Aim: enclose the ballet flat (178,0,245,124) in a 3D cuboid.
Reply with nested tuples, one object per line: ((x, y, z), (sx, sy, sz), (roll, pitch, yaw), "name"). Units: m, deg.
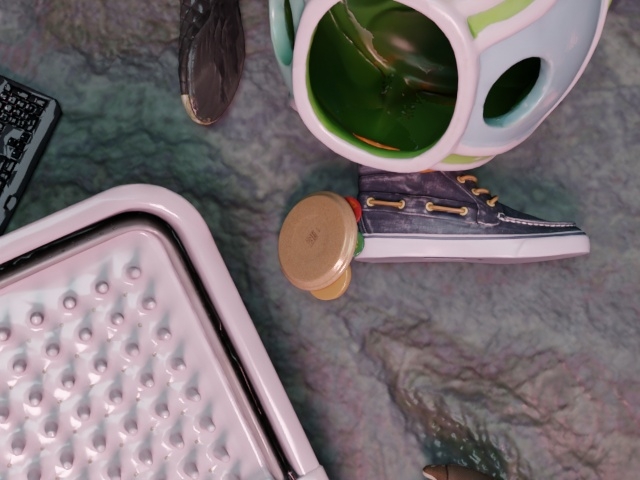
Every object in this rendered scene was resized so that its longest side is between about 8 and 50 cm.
((-0.096, -0.180, 0.776), (0.058, 0.049, 0.173), (8, 79, -39), "ballet flat")

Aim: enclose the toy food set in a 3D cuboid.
((0.000, 0.000, 0.725), (0.083, 0.020, 0.082), (28, 97, 43), "toy food set")

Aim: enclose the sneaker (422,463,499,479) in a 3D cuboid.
((0.079, 0.258, 0.681), (0.071, 0.066, 0.188), (20, 76, 23), "sneaker")

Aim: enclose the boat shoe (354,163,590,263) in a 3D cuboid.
((0.116, -0.025, 0.718), (0.184, 0.065, 0.083), (0, 84, 5), "boat shoe")

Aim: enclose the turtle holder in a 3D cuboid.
((0.089, -0.184, 0.611), (0.243, 0.320, 0.227), (36, 47, -7), "turtle holder")

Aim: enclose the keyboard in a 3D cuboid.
((-0.300, -0.050, 0.762), (0.100, 0.038, 0.192), (22, 81, 7), "keyboard")

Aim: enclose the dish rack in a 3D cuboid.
((-0.161, 0.153, 0.643), (0.286, 0.072, 0.332), (-26, 98, -15), "dish rack")
